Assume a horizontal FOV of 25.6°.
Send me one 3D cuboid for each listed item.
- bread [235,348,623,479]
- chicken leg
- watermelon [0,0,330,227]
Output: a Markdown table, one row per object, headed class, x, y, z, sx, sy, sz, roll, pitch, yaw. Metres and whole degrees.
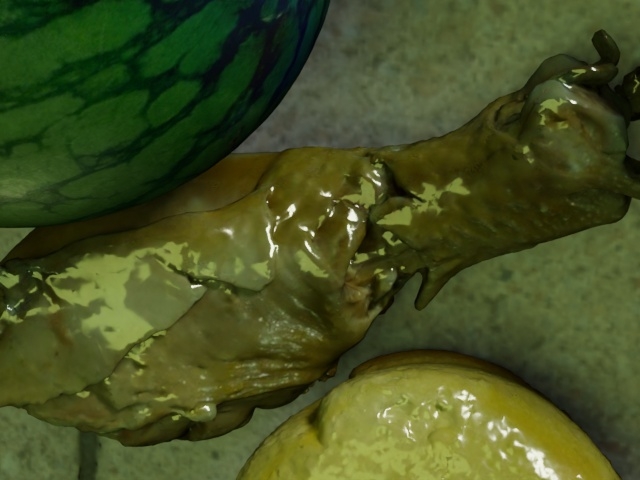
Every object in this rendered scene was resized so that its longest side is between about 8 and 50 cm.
| class | x | y | z | sx | sy | sz | roll | pitch | yaw |
| --- | --- | --- | --- | --- | --- | --- | --- | --- | --- |
| bread | 0.062 | 0.199 | 0.821 | 0.270 | 0.148 | 0.270 | -1 | 86 | 9 |
| chicken leg | 0.000 | 0.000 | 0.802 | 0.429 | 0.153 | 0.201 | -22 | 134 | 17 |
| watermelon | -0.164 | -0.172 | 0.722 | 0.363 | 0.363 | 0.363 | 6 | 107 | 20 |
